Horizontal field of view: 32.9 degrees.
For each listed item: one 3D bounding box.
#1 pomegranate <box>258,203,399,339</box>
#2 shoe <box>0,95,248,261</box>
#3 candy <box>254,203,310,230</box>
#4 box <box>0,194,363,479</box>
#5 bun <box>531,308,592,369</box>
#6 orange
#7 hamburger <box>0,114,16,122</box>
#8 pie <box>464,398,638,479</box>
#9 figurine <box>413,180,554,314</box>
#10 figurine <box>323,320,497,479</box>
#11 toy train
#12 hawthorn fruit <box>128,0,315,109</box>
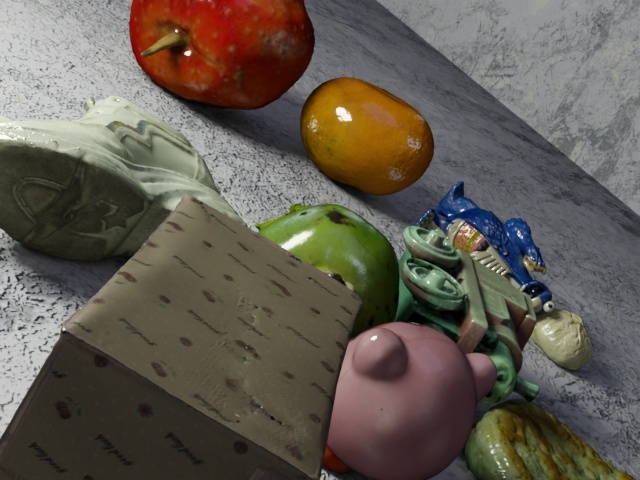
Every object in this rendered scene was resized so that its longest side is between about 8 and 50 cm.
[{"bbox_3d":[0.001,0.053,1.191,0.187,0.187,0.225,33,6,-3],"label":"pomegranate"},{"bbox_3d":[-0.246,-0.083,1.194,0.342,0.132,0.210,19,33,-46],"label":"shoe"},{"bbox_3d":[0.000,0.000,1.489,0.149,0.069,0.246,33,19,5],"label":"candy"},{"bbox_3d":[-0.108,0.138,0.802,0.190,0.225,0.297,30,20,-4],"label":"box"},{"bbox_3d":[0.391,0.152,1.730,0.115,0.069,0.115,30,22,-14],"label":"bun"},{"bbox_3d":[0.075,-0.172,1.834,0.240,0.171,0.240,29,14,-8],"label":"orange"},{"bbox_3d":[-0.369,-0.107,1.203,0.121,0.054,0.084,32,25,3],"label":"hamburger"},{"bbox_3d":[0.301,0.299,1.276,0.302,0.067,0.302,29,23,-13],"label":"pie"},{"bbox_3d":[0.269,0.030,1.746,0.262,0.164,0.121,57,-13,22],"label":"figurine"},{"bbox_3d":[0.078,0.162,1.101,0.173,0.173,0.173,29,21,-12],"label":"figurine"},{"bbox_3d":[0.171,0.107,1.384,0.221,0.150,0.304,29,19,-6],"label":"toy train"},{"bbox_3d":[-0.176,-0.331,1.726,0.287,0.287,0.330,39,35,14],"label":"hawthorn fruit"}]
